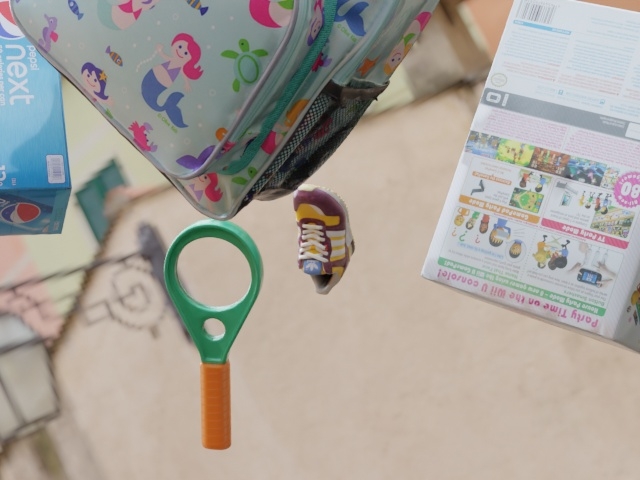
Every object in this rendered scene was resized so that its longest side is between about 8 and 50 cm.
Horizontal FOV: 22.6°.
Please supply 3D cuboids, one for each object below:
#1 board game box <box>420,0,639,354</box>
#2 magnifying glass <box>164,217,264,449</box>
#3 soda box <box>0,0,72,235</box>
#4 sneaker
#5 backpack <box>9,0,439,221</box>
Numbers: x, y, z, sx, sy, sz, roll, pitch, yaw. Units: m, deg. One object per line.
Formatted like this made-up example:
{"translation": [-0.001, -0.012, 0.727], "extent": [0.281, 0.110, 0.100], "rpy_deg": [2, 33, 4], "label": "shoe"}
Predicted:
{"translation": [0.254, -0.068, 1.542], "extent": [0.097, 0.224, 0.303], "rpy_deg": [23, -93, -53], "label": "board game box"}
{"translation": [-0.099, 0.090, 1.507], "extent": [0.092, 0.231, 0.026], "rpy_deg": [3, 19, 8], "label": "magnifying glass"}
{"translation": [-0.226, -0.111, 1.168], "extent": [0.067, 0.210, 0.071], "rpy_deg": [-1, -28, -16], "label": "soda box"}
{"translation": [0.000, 0.000, 2.147], "extent": [0.069, 0.084, 0.185], "rpy_deg": [9, -31, 24], "label": "sneaker"}
{"translation": [-0.052, -0.166, 1.009], "extent": [0.253, 0.225, 0.191], "rpy_deg": [-48, -11, 17], "label": "backpack"}
